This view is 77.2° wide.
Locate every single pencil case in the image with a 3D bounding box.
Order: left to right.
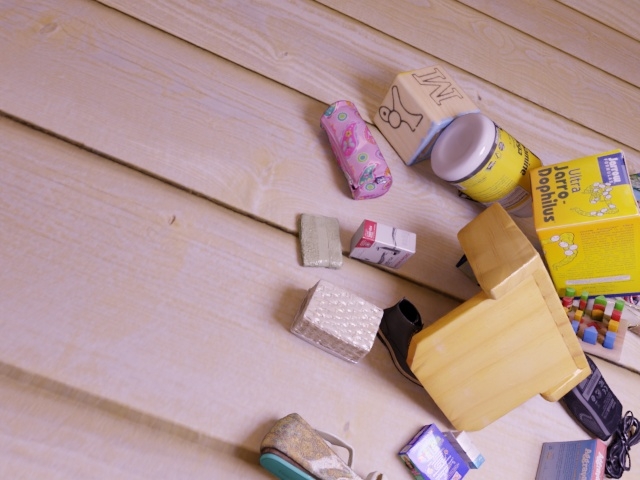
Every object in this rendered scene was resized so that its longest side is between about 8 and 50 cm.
[{"bbox_3d":[0.093,-0.243,1.095,0.124,0.124,0.284,-12,68,-24],"label":"pencil case"}]

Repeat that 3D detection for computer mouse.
[{"bbox_3d":[0.634,0.388,0.948,0.188,0.072,0.272,-27,85,-31],"label":"computer mouse"}]

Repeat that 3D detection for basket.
[{"bbox_3d":[0.037,0.169,0.851,0.167,0.103,0.113,28,58,-2],"label":"basket"}]

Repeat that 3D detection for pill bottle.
[{"bbox_3d":[0.483,-0.191,1.106,0.334,0.188,0.188,24,55,-27],"label":"pill bottle"}]

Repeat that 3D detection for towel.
[{"bbox_3d":[0.000,0.000,0.981,0.110,0.027,0.148,4,60,-15],"label":"towel"}]

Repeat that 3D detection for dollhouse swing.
[{"bbox_3d":[0.356,0.176,0.888,0.347,0.305,0.315,53,20,-24],"label":"dollhouse swing"}]

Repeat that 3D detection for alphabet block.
[{"bbox_3d":[0.309,-0.374,1.200,0.193,0.192,0.197,-23,72,-30],"label":"alphabet block"}]

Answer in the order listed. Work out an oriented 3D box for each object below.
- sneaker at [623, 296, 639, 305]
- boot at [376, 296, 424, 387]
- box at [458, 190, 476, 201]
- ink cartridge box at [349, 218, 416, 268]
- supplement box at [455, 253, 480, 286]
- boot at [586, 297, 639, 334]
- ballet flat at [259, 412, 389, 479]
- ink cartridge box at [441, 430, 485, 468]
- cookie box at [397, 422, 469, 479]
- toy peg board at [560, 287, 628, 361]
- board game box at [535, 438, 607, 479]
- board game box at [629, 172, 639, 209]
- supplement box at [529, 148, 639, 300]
[{"bbox_3d":[0.883,0.149,1.161,0.042,0.067,0.118,17,58,-9],"label":"sneaker"},{"bbox_3d":[0.201,0.221,0.855,0.077,0.137,0.198,-37,78,-31],"label":"boot"},{"bbox_3d":[0.462,-0.153,1.224,0.083,0.018,0.067,14,58,-10],"label":"box"},{"bbox_3d":[0.151,0.012,0.980,0.135,0.099,0.056,16,58,-9],"label":"ink cartridge box"},{"bbox_3d":[0.424,0.060,1.067,0.083,0.056,0.083,43,58,9],"label":"supplement box"},{"bbox_3d":[0.807,0.235,1.081,0.213,0.077,0.165,37,56,13],"label":"boot"},{"bbox_3d":[0.053,0.434,0.706,0.348,0.123,0.123,37,57,4],"label":"ballet flat"},{"bbox_3d":[0.289,0.421,0.822,0.028,0.048,0.083,-28,73,-29],"label":"ink cartridge box"},{"bbox_3d":[0.224,0.439,0.795,0.092,0.040,0.107,-30,73,-30],"label":"cookie box"},{"bbox_3d":[0.659,0.193,0.991,0.161,0.079,0.160,15,33,38],"label":"toy peg board"},{"bbox_3d":[0.459,0.520,0.764,0.027,0.145,0.281,35,57,4],"label":"board game box"},{"bbox_3d":[1.086,-0.072,1.355,0.318,0.066,0.319,-13,66,-24],"label":"board game box"},{"bbox_3d":[0.670,-0.018,1.007,0.356,0.195,0.194,46,45,-40],"label":"supplement box"}]
